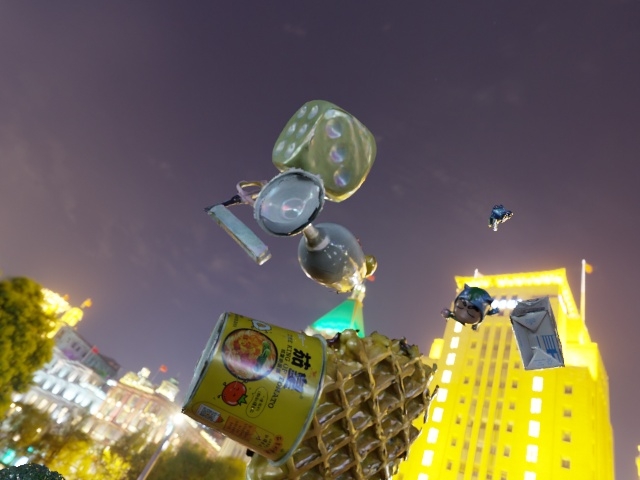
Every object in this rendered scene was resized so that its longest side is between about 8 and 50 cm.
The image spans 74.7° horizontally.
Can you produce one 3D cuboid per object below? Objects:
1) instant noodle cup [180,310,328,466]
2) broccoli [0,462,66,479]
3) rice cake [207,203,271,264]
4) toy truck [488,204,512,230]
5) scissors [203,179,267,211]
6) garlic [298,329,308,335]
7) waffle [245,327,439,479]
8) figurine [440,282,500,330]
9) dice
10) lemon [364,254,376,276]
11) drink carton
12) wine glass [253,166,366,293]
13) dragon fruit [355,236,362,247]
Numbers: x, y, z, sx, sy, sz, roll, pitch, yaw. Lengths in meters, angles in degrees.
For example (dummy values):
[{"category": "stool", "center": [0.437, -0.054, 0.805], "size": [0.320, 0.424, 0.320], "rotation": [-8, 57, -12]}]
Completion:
[{"category": "instant noodle cup", "center": [-0.095, 0.187, 0.567], "size": [0.144, 0.182, 0.182], "rotation": [26, -36, -13]}, {"category": "broccoli", "center": [-0.498, 0.495, 0.645], "size": [0.269, 0.270, 0.270], "rotation": [2, -37, 2]}, {"category": "rice cake", "center": [-0.194, -0.019, 0.994], "size": [0.211, 0.043, 0.034], "rotation": [41, -32, 29]}, {"category": "toy truck", "center": [0.631, -0.078, 1.497], "size": [0.056, 0.073, 0.090], "rotation": [50, -48, 34]}, {"category": "scissors", "center": [-0.286, -0.150, 1.510], "size": [0.160, 0.317, 0.024], "rotation": [44, -46, 20]}, {"category": "garlic", "center": [-0.046, 0.478, 1.684], "size": [0.115, 0.128, 0.207], "rotation": [8, -71, -7]}, {"category": "waffle", "center": [0.059, 0.350, 0.802], "size": [0.382, 0.380, 0.095], "rotation": [23, 2, -34]}, {"category": "figurine", "center": [0.444, 0.218, 1.256], "size": [0.114, 0.144, 0.178], "rotation": [51, -9, 37]}, {"category": "dice", "center": [0.013, -0.290, 1.381], "size": [0.249, 0.252, 0.254], "rotation": [31, -3, -31]}, {"category": "lemon", "center": [0.139, 0.081, 1.310], "size": [0.065, 0.065, 0.092], "rotation": [37, -60, -10]}, {"category": "drink carton", "center": [0.773, 0.321, 1.495], "size": [0.131, 0.324, 0.195], "rotation": [-16, -96, 29]}, {"category": "wine glass", "center": [0.000, 0.000, 0.841], "size": [0.143, 0.144, 0.321], "rotation": [5, -26, 28]}, {"category": "dragon fruit", "center": [0.107, 0.024, 1.584], "size": [0.083, 0.060, 0.056], "rotation": [-22, -84, 32]}]
